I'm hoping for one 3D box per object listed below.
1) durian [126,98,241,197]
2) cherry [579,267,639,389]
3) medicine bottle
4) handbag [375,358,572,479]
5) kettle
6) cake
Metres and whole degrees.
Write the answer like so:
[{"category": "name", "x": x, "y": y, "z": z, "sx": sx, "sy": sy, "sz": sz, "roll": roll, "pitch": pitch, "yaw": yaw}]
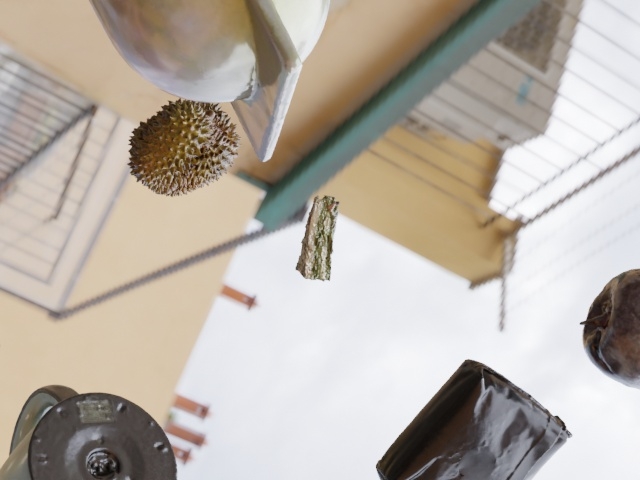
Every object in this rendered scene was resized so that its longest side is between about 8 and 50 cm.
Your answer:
[{"category": "durian", "x": -0.186, "y": -0.128, "z": 1.749, "sx": 0.168, "sy": 0.158, "sz": 0.137, "roll": -41, "pitch": -119, "yaw": 34}, {"category": "cherry", "x": 0.479, "y": 0.135, "z": 1.847, "sx": 0.195, "sy": 0.195, "sz": 0.195, "roll": -48, "pitch": -153, "yaw": 33}, {"category": "medicine bottle", "x": -0.125, "y": -0.291, "z": 1.258, "sx": 0.236, "sy": 0.236, "sz": 0.406, "roll": -40, "pitch": -110, "yaw": 44}, {"category": "handbag", "x": 0.232, "y": 0.324, "z": 1.899, "sx": 0.247, "sy": 0.223, "sz": 0.080, "roll": -51, "pitch": -157, "yaw": 9}, {"category": "kettle", "x": -0.281, "y": 0.260, "z": 1.381, "sx": 0.236, "sy": 0.161, "sz": 0.221, "roll": -46, "pitch": -128, "yaw": 46}, {"category": "cake", "x": 0.000, "y": 0.000, "z": 1.946, "sx": 0.055, "sy": 0.051, "sz": 0.140, "roll": -118, "pitch": -144, "yaw": -54}]
